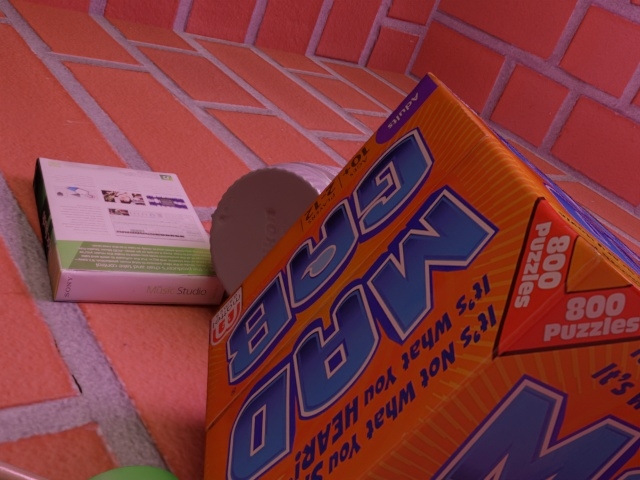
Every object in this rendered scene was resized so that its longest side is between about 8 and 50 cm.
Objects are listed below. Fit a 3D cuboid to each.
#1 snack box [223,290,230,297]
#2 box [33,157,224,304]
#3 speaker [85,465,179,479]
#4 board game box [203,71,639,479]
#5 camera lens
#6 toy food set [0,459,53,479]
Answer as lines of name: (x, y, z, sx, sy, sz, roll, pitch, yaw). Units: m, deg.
snack box: (-0.109, 0.047, 1.106, 0.064, 0.022, 0.178, 22, 25, 3)
box: (-0.296, -0.019, 1.049, 0.233, 0.058, 0.322, 5, 29, -30)
speaker: (-0.116, 0.304, 0.474, 0.131, 0.131, 0.296, 7, 29, -29)
board game box: (0.143, 0.137, 0.626, 0.356, 0.356, 0.356, 34, 20, -23)
camera lens: (0.000, 0.000, 1.013, 0.219, 0.219, 0.274, 34, 16, 24)
toy food set: (-0.188, 0.173, 0.355, 0.306, 0.092, 0.219, 33, 23, -23)
